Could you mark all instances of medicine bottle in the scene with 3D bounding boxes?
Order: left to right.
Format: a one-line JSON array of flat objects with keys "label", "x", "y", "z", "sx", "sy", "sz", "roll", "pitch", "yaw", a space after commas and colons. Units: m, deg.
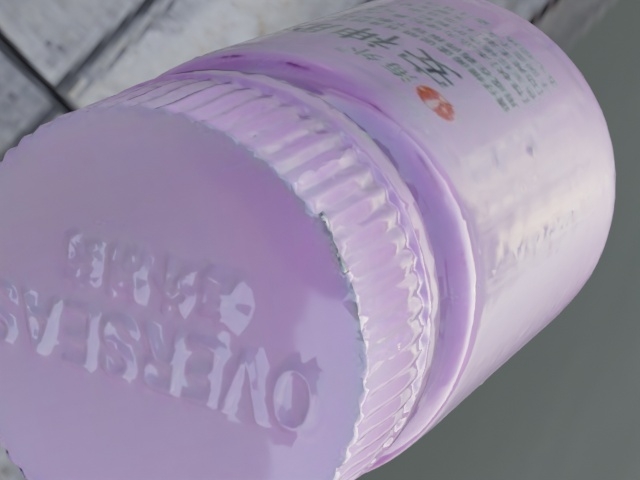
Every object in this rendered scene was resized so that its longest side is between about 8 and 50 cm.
[{"label": "medicine bottle", "x": 0.000, "y": 0.000, "z": 0.752, "sx": 0.290, "sy": 0.178, "sz": 0.178, "roll": -29, "pitch": 137, "yaw": -60}]
